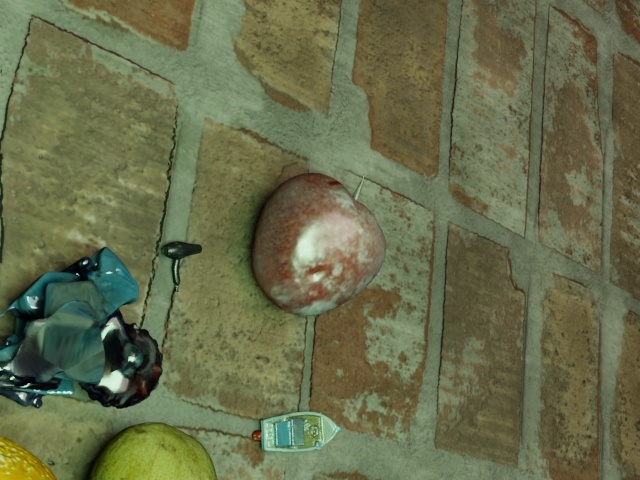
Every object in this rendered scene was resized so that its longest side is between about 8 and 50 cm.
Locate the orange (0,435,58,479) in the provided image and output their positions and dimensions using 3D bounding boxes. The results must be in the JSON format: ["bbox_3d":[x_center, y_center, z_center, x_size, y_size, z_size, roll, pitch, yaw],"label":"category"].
[{"bbox_3d":[-0.454,0.367,1.056,0.293,0.340,0.340,36,55,-4],"label":"orange"}]

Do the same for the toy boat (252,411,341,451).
[{"bbox_3d":[-0.036,0.334,1.637,0.173,0.059,0.069,7,76,-42],"label":"toy boat"}]

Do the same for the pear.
[{"bbox_3d":[-0.241,0.373,1.337,0.188,0.228,0.211,12,46,-2],"label":"pear"}]

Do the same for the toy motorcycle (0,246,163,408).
[{"bbox_3d":[-0.407,0.106,1.286,0.416,0.172,0.232,10,67,-33],"label":"toy motorcycle"}]

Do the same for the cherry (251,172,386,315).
[{"bbox_3d":[0.000,0.000,1.648,0.236,0.213,0.285,35,76,-8],"label":"cherry"}]

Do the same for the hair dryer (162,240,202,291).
[{"bbox_3d":[-0.229,0.043,1.553,0.079,0.031,0.083,0,94,-52],"label":"hair dryer"}]
